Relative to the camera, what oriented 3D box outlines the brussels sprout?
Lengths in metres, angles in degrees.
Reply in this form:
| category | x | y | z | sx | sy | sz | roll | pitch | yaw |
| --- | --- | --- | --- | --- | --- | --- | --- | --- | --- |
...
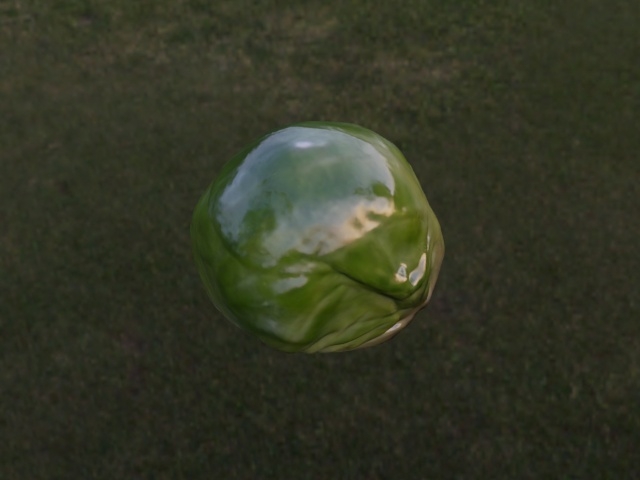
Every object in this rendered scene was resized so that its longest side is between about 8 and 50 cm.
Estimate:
| category | x | y | z | sx | sy | sz | roll | pitch | yaw |
| --- | --- | --- | --- | --- | --- | --- | --- | --- | --- |
| brussels sprout | 0.000 | 0.000 | 1.106 | 0.244 | 0.244 | 0.244 | -4 | 32 | 2 |
